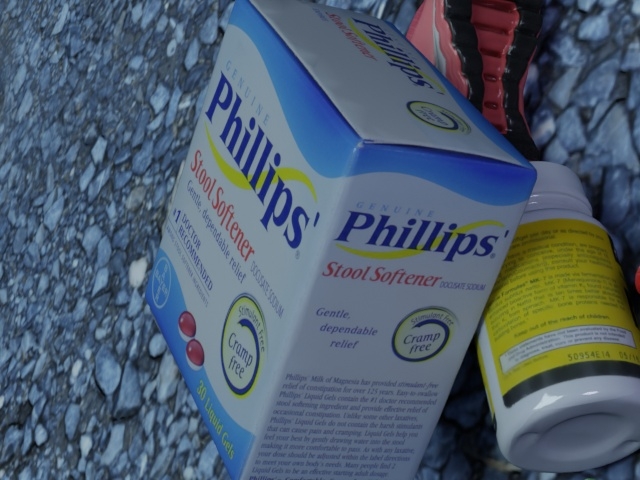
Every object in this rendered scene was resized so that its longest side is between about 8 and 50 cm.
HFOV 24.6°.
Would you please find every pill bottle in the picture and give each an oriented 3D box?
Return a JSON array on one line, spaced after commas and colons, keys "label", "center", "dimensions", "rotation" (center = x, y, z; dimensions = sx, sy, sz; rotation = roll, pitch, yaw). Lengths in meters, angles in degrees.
[{"label": "pill bottle", "center": [0.167, 0.052, 1.070], "dimensions": [0.119, 0.119, 0.208], "rotation": [-39, 46, 36]}]

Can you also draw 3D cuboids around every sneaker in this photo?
[{"label": "sneaker", "center": [0.116, -0.089, 1.244], "dimensions": [0.136, 0.116, 0.314], "rotation": [151, 130, -68]}]

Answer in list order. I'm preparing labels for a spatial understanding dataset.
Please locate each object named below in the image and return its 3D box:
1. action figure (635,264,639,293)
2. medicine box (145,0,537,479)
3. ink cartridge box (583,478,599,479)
[{"label": "action figure", "center": [0.283, 0.074, 0.932], "dimensions": [0.139, 0.091, 0.280], "rotation": [-46, 42, 42]}, {"label": "medicine box", "center": [0.000, 0.000, 1.115], "dimensions": [0.263, 0.149, 0.289], "rotation": [55, 133, 52]}, {"label": "ink cartridge box", "center": [0.182, 0.325, 0.919], "dimensions": [0.201, 0.117, 0.278], "rotation": [-46, 43, 30]}]
